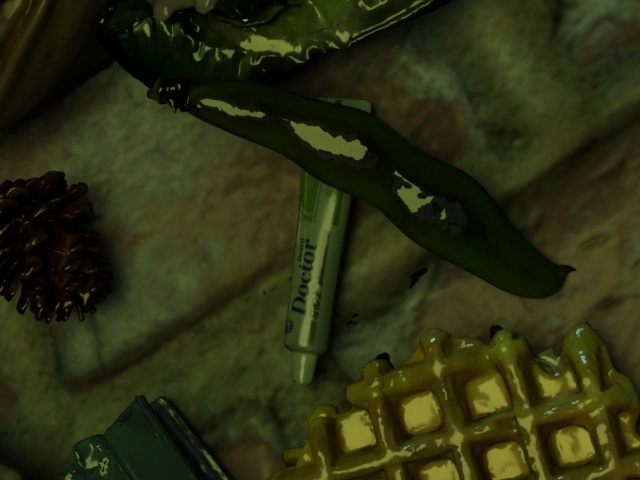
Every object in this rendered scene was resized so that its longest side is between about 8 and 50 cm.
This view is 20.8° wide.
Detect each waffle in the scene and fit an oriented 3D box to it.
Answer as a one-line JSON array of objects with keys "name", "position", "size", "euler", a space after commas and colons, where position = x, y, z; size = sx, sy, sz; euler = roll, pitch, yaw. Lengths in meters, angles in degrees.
[{"name": "waffle", "position": [0.098, 0.210, 1.079], "size": [0.329, 0.062, 0.329], "euler": [0, 87, 10]}]

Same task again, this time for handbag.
[{"name": "handbag", "position": [-0.148, 0.234, 1.211], "size": [0.229, 0.062, 0.179], "euler": [-47, 68, 14]}]

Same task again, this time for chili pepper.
[{"name": "chili pepper", "position": [-0.019, -0.179, 1.159], "size": [0.264, 0.116, 0.148], "euler": [-29, 88, 20]}]

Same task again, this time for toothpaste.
[{"name": "toothpaste", "position": [0.000, 0.000, 1.175], "size": [0.048, 0.029, 0.197], "euler": [7, 87, 23]}]

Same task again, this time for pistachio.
[{"name": "pistachio", "position": [-0.225, -0.161, 1.213], "size": [0.129, 0.131, 0.206], "euler": [32, 118, -16]}]

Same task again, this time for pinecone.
[{"name": "pinecone", "position": [-0.193, 0.005, 1.227], "size": [0.102, 0.102, 0.109], "euler": [-39, 101, 17]}]

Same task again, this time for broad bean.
[{"name": "broad bean", "position": [0.031, -0.048, 1.114], "size": [0.297, 0.043, 0.060], "euler": [28, 91, 1]}]

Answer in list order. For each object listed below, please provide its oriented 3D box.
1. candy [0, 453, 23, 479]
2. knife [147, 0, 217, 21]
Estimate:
[{"name": "candy", "position": [-0.323, 0.198, 1.214], "size": [0.195, 0.137, 0.185], "euler": [21, 87, 47]}, {"name": "knife", "position": [-0.054, -0.322, 1.150], "size": [0.132, 0.038, 0.398], "euler": [-5, 65, 44]}]
